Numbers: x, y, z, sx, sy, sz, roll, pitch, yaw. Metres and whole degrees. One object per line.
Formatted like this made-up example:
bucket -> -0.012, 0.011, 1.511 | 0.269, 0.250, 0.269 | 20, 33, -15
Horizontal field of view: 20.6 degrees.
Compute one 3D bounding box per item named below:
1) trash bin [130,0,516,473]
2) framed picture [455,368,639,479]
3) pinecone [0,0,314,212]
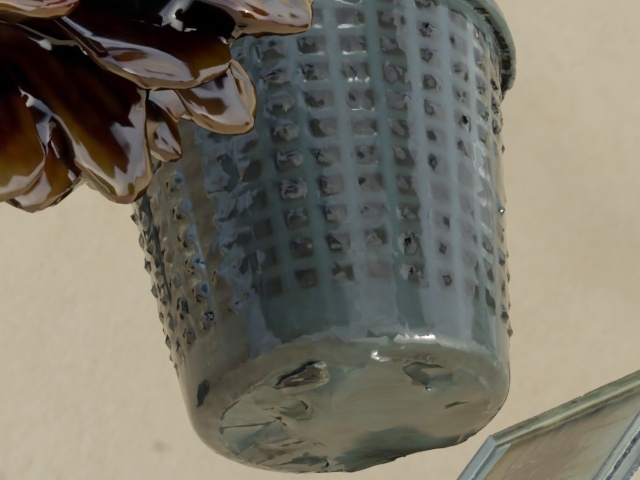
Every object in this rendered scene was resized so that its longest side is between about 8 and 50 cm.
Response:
trash bin -> 0.000, 0.000, 0.682 | 0.175, 0.175, 0.161 | 8, 57, -24
framed picture -> 0.083, 0.169, 0.937 | 0.017, 0.217, 0.274 | 47, 54, -6
pinecone -> -0.086, -0.145, 0.445 | 0.246, 0.292, 0.246 | 23, 29, -14
